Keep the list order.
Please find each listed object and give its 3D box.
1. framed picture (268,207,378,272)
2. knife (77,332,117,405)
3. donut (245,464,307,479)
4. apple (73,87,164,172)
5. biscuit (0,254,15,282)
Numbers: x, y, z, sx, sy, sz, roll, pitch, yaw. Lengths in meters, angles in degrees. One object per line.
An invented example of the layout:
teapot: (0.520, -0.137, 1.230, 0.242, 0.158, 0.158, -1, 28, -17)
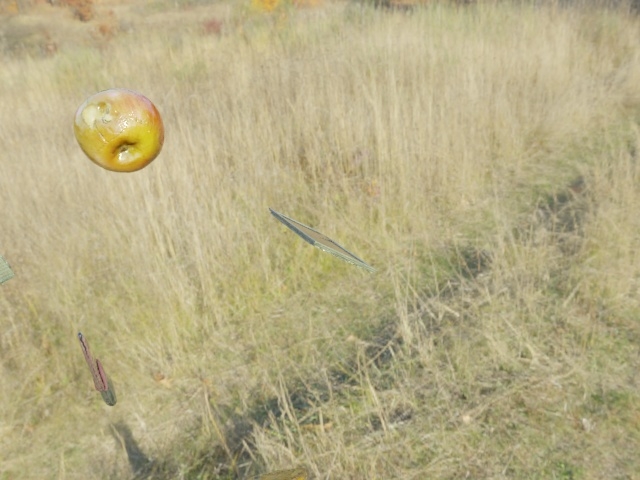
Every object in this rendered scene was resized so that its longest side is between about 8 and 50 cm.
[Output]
framed picture: (0.000, 0.000, 1.429, 0.231, 0.018, 0.293, 25, 6, -34)
knife: (-0.245, 0.152, 0.570, 0.018, 0.247, 0.036, -11, 64, -20)
donut: (-0.154, 0.588, 1.162, 0.277, 0.278, 0.109, -9, 67, -8)
apple: (-0.335, -0.181, 0.877, 0.146, 0.147, 0.146, -5, 25, 2)
biscuit: (-0.816, 0.009, 1.160, 0.052, 0.252, 0.150, -34, 12, 1)
